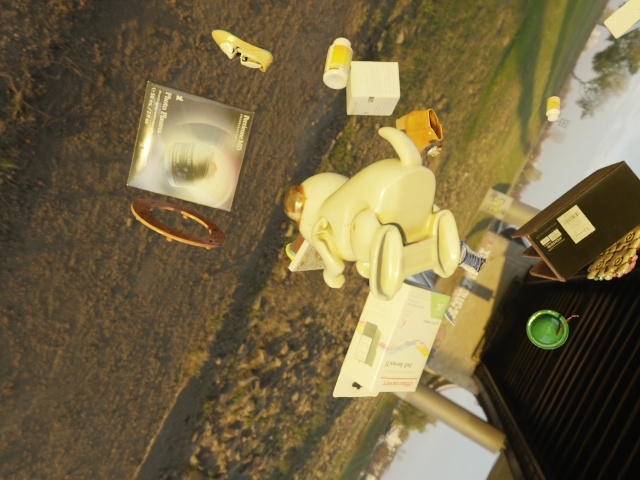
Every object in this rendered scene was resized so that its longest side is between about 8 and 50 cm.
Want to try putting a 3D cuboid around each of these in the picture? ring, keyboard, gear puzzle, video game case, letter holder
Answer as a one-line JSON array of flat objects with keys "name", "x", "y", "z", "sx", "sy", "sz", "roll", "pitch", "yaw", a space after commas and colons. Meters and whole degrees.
[{"name": "ring", "x": -0.494, "y": -0.056, "z": 1.546, "sx": 0.032, "sy": 0.337, "sz": 0.337, "roll": -63, "pitch": 163, "yaw": 12}, {"name": "keyboard", "x": 0.372, "y": 0.171, "z": 1.467, "sx": 0.014, "sy": 0.255, "sz": 0.072, "roll": -40, "pitch": 133, "yaw": 16}, {"name": "gear puzzle", "x": 0.902, "y": -0.027, "z": 1.274, "sx": 0.338, "sy": 0.044, "sz": 0.175, "roll": -57, "pitch": 175, "yaw": -11}, {"name": "video game case", "x": 0.010, "y": 0.013, "z": 1.559, "sx": 0.207, "sy": 0.026, "sz": 0.226, "roll": 0, "pitch": 128, "yaw": -53}, {"name": "letter holder", "x": 0.678, "y": -0.047, "z": 1.187, "sx": 0.302, "sy": 0.152, "sz": 0.214, "roll": -38, "pitch": 178, "yaw": 2}]

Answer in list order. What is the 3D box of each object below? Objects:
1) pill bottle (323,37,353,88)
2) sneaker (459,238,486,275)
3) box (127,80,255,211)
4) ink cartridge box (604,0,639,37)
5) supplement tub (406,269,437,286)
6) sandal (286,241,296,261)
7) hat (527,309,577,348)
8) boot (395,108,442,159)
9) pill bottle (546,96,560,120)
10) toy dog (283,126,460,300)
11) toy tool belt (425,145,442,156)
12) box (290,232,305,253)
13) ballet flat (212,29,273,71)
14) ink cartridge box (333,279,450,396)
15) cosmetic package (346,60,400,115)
[{"name": "pill bottle", "x": 0.084, "y": -0.806, "z": 1.999, "sx": 0.117, "sy": 0.118, "sz": 0.214, "roll": 70, "pitch": 28, "yaw": -67}, {"name": "sneaker", "x": 0.677, "y": 0.075, "z": 2.031, "sx": 0.127, "sy": 0.183, "sz": 0.315, "roll": -66, "pitch": 167, "yaw": 3}, {"name": "box", "x": -0.363, "y": -0.270, "z": 1.283, "sx": 0.182, "sy": 0.295, "sz": 0.295, "roll": -118, "pitch": -137, "yaw": -74}, {"name": "ink cartridge box", "x": 0.882, "y": -0.636, "z": 1.209, "sx": 0.181, "sy": 0.061, "sz": 0.104, "roll": -31, "pitch": 173, "yaw": -26}, {"name": "supplement tub", "x": 0.434, "y": 0.107, "z": 2.027, "sx": 0.228, "sy": 0.229, "sz": 0.315, "roll": 64, "pitch": 47, "yaw": -69}, {"name": "sandal", "x": -0.080, "y": 0.030, "z": 2.317, "sx": 0.138, "sy": 0.126, "sz": 0.317, "roll": -30, "pitch": -169, "yaw": 22}, {"name": "hat", "x": 1.026, "y": 0.404, "z": 1.971, "sx": 0.184, "sy": 0.173, "sz": 0.208, "roll": -4, "pitch": 102, "yaw": -68}, {"name": "boot", "x": 0.452, "y": -0.428, "z": 1.952, "sx": 0.104, "sy": 0.211, "sz": 0.294, "roll": -33, "pitch": 114, "yaw": -26}, {"name": "pill bottle", "x": 0.833, "y": -0.469, "z": 1.576, "sx": 0.043, "sy": 0.044, "sz": 0.083, "roll": 75, "pitch": 27, "yaw": -65}, {"name": "toy dog", "x": 0.079, "y": -0.063, "z": 1.100, "sx": 0.285, "sy": 0.408, "sz": 0.394, "roll": -25, "pitch": 111, "yaw": -32}, {"name": "toy tool belt", "x": 0.565, "y": -0.444, "z": 2.188, "sx": 0.051, "sy": 0.084, "sz": 0.052, "roll": 56, "pitch": 39, "yaw": -47}, {"name": "box", "x": 0.000, "y": 0.000, "z": 2.023, "sx": 0.203, "sy": 0.169, "sz": 0.167, "roll": -57, "pitch": 168, "yaw": 8}, {"name": "ballet flat", "x": -0.282, "y": -0.666, "z": 1.553, "sx": 0.080, "sy": 0.233, "sz": 0.073, "roll": 125, "pitch": -14, "yaw": -77}, {"name": "ink cartridge box", "x": 0.190, "y": 0.280, "z": 1.169, "sx": 0.207, "sy": 0.119, "sz": 0.352, "roll": 17, "pitch": 94, "yaw": -43}, {"name": "cosmetic package", "x": 0.201, "y": -0.592, "z": 1.725, "sx": 0.151, "sy": 0.184, "sz": 0.151, "roll": 108, "pitch": -19, "yaw": -78}]
